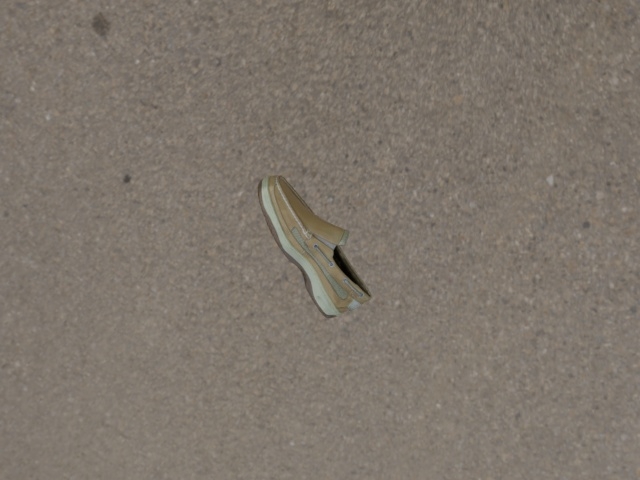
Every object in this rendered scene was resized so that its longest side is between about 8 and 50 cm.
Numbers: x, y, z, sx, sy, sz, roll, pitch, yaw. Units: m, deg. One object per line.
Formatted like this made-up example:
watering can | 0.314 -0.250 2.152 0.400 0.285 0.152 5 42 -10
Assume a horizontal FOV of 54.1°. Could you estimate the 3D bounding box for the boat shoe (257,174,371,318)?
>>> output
boat shoe | 0.000 0.000 0.715 0.072 0.068 0.190 -21 117 22
